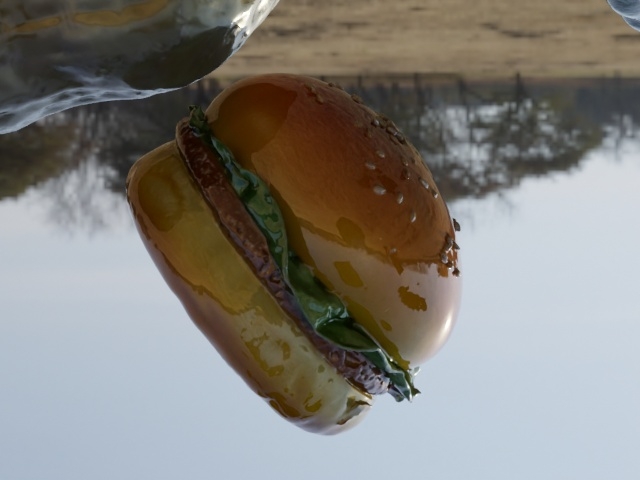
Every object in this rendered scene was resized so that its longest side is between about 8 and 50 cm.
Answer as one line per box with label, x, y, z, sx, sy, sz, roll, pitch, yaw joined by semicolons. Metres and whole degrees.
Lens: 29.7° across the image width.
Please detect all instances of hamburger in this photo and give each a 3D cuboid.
hamburger;0.000;0.000;0.781;0.170;0.246;0.246;-40;-174;2

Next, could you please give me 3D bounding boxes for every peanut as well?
peanut;-0.137;-0.147;0.716;0.291;0.143;0.159;-23;-158;-13

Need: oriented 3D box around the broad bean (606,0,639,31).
broad bean;0.196;-0.154;0.715;0.195;0.061;0.046;2;-140;-53
